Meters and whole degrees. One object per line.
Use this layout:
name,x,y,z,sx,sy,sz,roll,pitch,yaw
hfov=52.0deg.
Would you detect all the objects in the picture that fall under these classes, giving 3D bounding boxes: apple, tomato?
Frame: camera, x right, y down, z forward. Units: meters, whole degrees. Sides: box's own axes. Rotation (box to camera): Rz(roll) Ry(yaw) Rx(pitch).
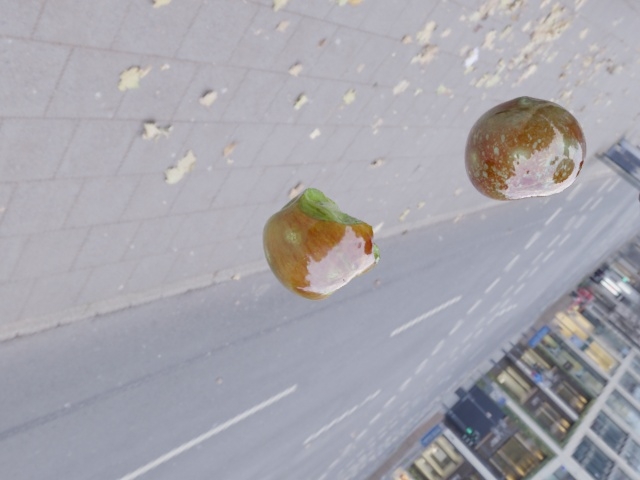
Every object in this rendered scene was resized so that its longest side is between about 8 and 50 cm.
apple,0.000,0.000,1.410,0.246,0.226,0.246,-34,176,-3
tomato,0.463,-0.219,1.503,0.270,0.270,0.222,-30,119,-34

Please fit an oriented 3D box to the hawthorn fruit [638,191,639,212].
hawthorn fruit,0.986,-0.102,1.799,0.163,0.162,0.203,-37,-159,-20
